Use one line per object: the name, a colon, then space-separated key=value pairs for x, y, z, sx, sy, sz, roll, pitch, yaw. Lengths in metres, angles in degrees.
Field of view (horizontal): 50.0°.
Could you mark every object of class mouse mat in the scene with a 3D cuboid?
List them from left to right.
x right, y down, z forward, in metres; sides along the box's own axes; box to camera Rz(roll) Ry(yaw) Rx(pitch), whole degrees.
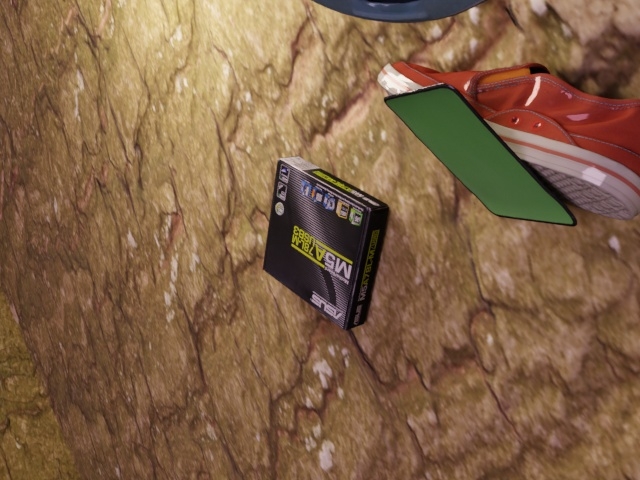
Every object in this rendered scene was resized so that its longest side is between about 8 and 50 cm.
mouse mat: x=0.151 y=-0.080 z=0.671 sx=0.189 sy=0.007 sz=0.152 roll=41 pitch=174 yaw=-17

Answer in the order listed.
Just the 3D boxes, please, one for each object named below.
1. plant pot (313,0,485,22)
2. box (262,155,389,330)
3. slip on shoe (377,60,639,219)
plant pot: x=0.089 y=-0.342 z=0.436 sx=0.341 sy=0.334 sz=0.341 roll=24 pitch=151 yaw=14
box: x=0.000 y=0.000 z=0.958 sx=0.190 sy=0.045 sz=0.184 roll=33 pitch=122 yaw=39
slip on shoe: x=0.186 y=-0.125 z=0.681 sx=0.331 sy=0.123 sz=0.101 roll=33 pitch=89 yaw=46
